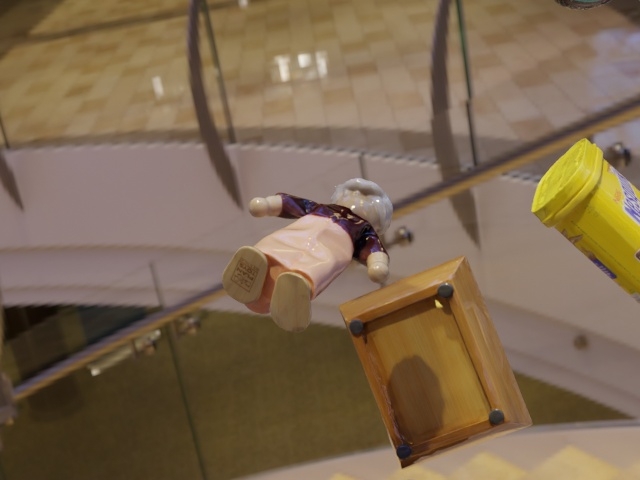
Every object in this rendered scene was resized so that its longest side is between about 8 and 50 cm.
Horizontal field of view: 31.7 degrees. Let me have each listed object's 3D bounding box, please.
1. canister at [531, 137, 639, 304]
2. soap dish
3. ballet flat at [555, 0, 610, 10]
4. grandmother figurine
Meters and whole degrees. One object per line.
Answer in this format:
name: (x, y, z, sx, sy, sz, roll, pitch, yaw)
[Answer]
canister: (0.298, -0.010, 1.117, 0.073, 0.170, 0.126, -47, 4, 26)
soap dish: (0.176, 0.200, 1.798, 0.229, 0.291, 0.118, -22, -3, 15)
ballet flat: (0.591, -0.597, 2.369, 0.482, 0.164, 0.182, -35, 15, -27)
grandmother figurine: (0.000, 0.000, 1.465, 0.208, 0.104, 0.342, 38, 30, 10)
